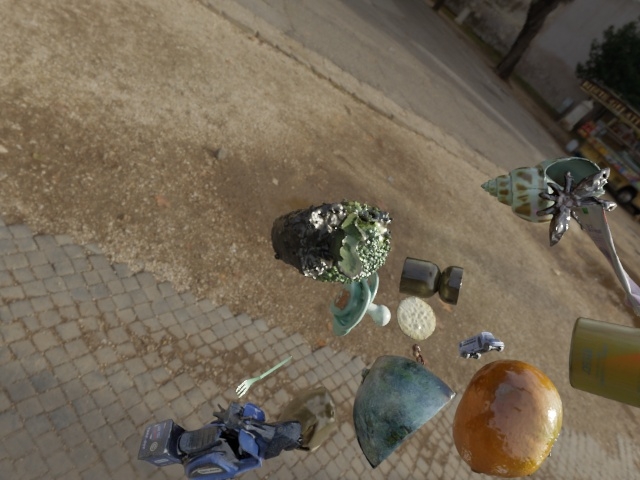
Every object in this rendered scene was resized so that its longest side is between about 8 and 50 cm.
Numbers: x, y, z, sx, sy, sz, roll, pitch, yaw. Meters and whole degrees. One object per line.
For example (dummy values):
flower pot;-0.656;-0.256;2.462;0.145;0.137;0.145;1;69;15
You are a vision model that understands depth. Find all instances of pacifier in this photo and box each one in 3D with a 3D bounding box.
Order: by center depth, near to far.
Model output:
pacifier;0.195;0.305;1.980;0.269;0.343;0.288;27;22;-14

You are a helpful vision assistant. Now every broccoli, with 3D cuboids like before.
broccoli;0.105;0.007;1.599;0.334;0.324;0.272;-29;81;-16

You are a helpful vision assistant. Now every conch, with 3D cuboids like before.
conch;0.782;-0.186;1.578;0.368;0.249;0.197;2;23;-7

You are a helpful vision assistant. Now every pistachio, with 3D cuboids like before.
pistachio;-0.038;0.498;1.229;0.138;0.237;0.153;33;26;3

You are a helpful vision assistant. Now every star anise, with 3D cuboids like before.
star anise;0.818;-0.123;1.427;0.198;0.258;0.110;61;17;-1

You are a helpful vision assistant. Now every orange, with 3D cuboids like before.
orange;0.518;0.472;1.231;0.310;0.274;0.274;-18;62;-41

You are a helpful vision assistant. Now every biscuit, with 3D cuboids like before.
biscuit;0.319;0.258;1.483;0.152;0.020;0.151;7;65;-14

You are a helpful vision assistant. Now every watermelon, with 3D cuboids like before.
watermelon;0.134;0.371;0.997;0.188;0.321;0.175;-31;64;-30

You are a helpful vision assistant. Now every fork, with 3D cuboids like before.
fork;-0.201;0.479;1.588;0.235;0.039;0.021;-28;26;-32

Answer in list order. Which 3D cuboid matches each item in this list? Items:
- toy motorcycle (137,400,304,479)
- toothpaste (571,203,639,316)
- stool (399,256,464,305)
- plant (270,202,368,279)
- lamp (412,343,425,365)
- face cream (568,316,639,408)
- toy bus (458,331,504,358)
toy motorcycle;-0.218;0.460;1.022;0.212;0.359;0.125;54;22;-38
toothpaste;0.682;0.046;1.032;0.301;0.048;0.075;57;11;-7
stool;0.509;0.185;2.048;0.264;0.179;0.179;11;26;17
plant;0.000;0.000;0.862;0.131;0.203;0.142;-22;104;-41
lamp;0.352;0.409;1.607;0.063;0.031;0.083;62;14;-14
face cream;0.562;0.218;0.711;0.285;0.139;0.067;8;18;43
toy bus;0.595;0.391;1.658;0.073;0.167;0.076;12;57;-27
